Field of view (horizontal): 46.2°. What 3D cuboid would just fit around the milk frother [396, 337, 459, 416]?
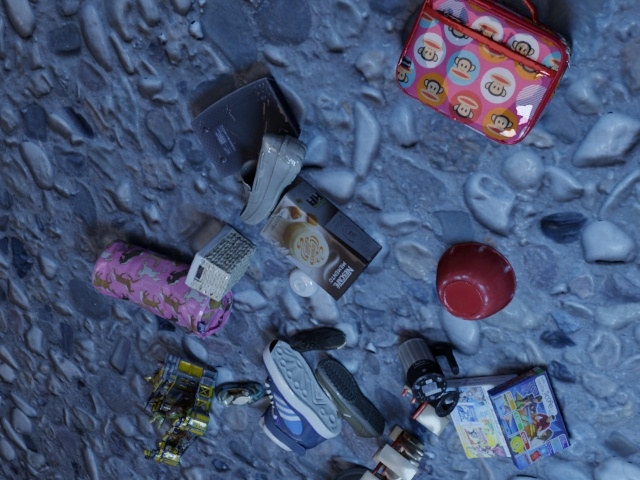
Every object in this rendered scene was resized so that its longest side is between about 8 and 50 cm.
[{"bbox_3d":[0.255,0.324,1.759,0.129,0.135,0.143,-4,120,-9],"label":"milk frother"}]

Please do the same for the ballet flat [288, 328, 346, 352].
[{"bbox_3d":[-0.005,0.260,1.939,0.173,0.058,0.049,-6,151,33],"label":"ballet flat"}]

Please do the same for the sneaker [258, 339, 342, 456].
[{"bbox_3d":[-0.114,0.437,2.030,0.236,0.130,0.323,-28,104,33],"label":"sneaker"}]

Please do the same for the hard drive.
[{"bbox_3d":[-0.172,-0.263,1.750,0.254,0.054,0.172,-22,102,35],"label":"hard drive"}]

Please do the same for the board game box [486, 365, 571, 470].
[{"bbox_3d":[0.470,0.400,1.688,0.136,0.035,0.201,-23,104,-5],"label":"board game box"}]

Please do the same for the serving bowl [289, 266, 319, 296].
[{"bbox_3d":[-0.046,0.108,1.886,0.083,0.027,0.083,14,121,23],"label":"serving bowl"}]

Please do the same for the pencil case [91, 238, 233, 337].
[{"bbox_3d":[-0.432,0.129,2.042,0.386,0.167,0.160,21,156,19],"label":"pencil case"}]

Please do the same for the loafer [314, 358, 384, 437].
[{"bbox_3d":[0.060,0.419,1.945,0.087,0.094,0.251,-34,95,33],"label":"loafer"}]

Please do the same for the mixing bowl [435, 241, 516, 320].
[{"bbox_3d":[0.323,0.105,1.630,0.181,0.098,0.182,13,119,24],"label":"mixing bowl"}]

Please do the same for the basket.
[{"bbox_3d":[-0.247,0.058,1.894,0.103,0.167,0.113,31,126,5],"label":"basket"}]

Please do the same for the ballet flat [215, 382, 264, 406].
[{"bbox_3d":[-0.246,0.448,2.155,0.188,0.070,0.070,-20,103,36],"label":"ballet flat"}]

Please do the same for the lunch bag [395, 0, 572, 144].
[{"bbox_3d":[0.310,-0.346,1.400,0.293,0.120,0.258,30,122,11],"label":"lunch bag"}]

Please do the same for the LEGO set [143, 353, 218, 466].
[{"bbox_3d":[-0.444,0.485,2.165,0.192,0.255,0.331,24,141,-15],"label":"LEGO set"}]

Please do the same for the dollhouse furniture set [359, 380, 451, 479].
[{"bbox_3d":[0.189,0.488,1.826,0.135,0.262,0.259,36,94,11],"label":"dollhouse furniture set"}]

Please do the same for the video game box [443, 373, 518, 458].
[{"bbox_3d":[0.405,0.419,1.777,0.187,0.048,0.205,-13,107,32],"label":"video game box"}]

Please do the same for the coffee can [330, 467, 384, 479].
[{"bbox_3d":[0.088,0.791,2.053,0.201,0.201,0.275,25,125,17],"label":"coffee can"}]

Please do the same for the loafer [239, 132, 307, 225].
[{"bbox_3d":[-0.132,-0.141,1.721,0.111,0.112,0.319,25,142,-10],"label":"loafer"}]

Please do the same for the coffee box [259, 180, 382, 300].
[{"bbox_3d":[0.000,0.000,1.759,0.246,0.098,0.141,40,127,6],"label":"coffee box"}]
